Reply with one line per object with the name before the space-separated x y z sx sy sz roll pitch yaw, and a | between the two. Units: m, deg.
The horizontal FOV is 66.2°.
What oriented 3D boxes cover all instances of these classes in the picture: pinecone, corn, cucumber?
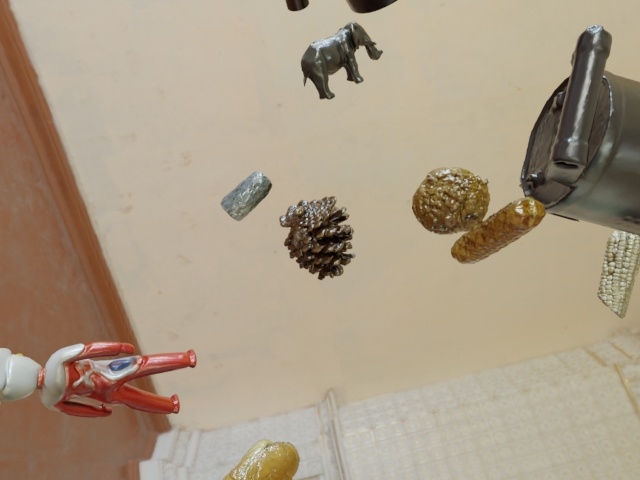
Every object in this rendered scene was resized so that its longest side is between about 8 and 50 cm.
pinecone | -0.002 0.001 1.228 0.185 0.169 0.212 -142 -142 -59
corn | 0.719 0.076 1.188 0.087 0.087 0.210 -135 -117 -88
cucumber | -0.154 -0.095 1.029 0.064 0.112 0.064 44 -3 3

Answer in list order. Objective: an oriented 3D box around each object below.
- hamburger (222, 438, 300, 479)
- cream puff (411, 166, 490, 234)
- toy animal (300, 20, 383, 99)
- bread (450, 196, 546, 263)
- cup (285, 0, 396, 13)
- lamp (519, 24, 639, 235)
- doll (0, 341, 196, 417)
hamburger | -0.157 0.597 1.230 0.262 0.124 0.131 -40 140 -42
cream puff | 0.239 -0.070 0.897 0.103 0.144 0.126 -88 178 -78
toy animal | 0.058 -0.465 1.259 0.114 0.245 0.146 6 -53 53
bread | 0.231 -0.010 0.652 0.157 0.052 0.044 -50 -124 59
cup | 0.042 -0.453 0.756 0.177 0.239 0.166 41 8 -42
lamp | 0.442 -0.117 0.691 0.374 0.272 0.205 27 76 -76
doll | -0.440 0.266 0.933 0.099 0.384 0.188 49 -61 51
